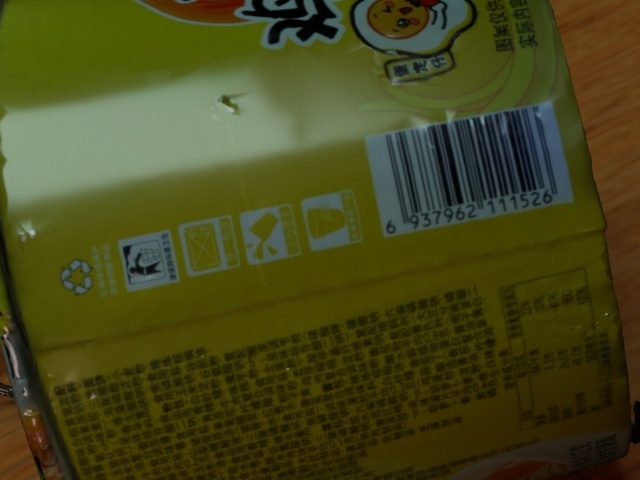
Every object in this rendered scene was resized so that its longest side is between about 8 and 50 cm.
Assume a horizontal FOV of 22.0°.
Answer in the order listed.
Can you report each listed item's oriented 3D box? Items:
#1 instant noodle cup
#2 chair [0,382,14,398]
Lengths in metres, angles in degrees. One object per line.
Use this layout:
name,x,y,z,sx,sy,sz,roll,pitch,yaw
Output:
instant noodle cup,0.000,0.000,0.635,0.200,0.264,0.264,-13,40,4
chair,-0.138,0.017,0.796,0.104,0.095,0.221,3,46,15
